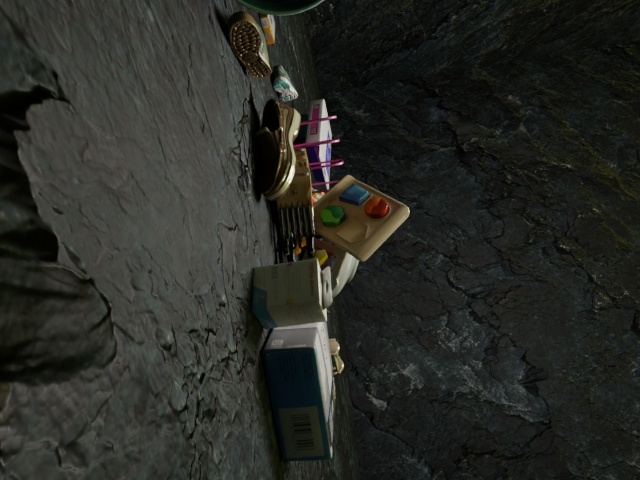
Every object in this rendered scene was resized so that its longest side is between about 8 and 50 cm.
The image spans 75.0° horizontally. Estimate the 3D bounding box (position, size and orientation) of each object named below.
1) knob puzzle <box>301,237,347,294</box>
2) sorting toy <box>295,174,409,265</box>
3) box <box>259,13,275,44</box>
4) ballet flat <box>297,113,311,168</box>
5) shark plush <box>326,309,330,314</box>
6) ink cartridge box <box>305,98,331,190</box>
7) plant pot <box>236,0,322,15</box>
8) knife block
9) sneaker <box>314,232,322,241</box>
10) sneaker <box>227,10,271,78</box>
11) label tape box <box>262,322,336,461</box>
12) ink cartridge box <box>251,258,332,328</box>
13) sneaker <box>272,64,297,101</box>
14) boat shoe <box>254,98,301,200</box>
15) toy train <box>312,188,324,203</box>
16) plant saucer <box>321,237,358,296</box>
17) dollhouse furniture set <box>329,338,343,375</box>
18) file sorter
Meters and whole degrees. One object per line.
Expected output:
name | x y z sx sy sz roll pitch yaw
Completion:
knob puzzle | -0.004 0.101 1.179 0.030 0.213 0.213 23 50 -38
sorting toy | 0.061 -0.042 1.129 0.229 0.307 0.041 35 -22 29
box | -0.158 -0.660 1.246 0.081 0.028 0.136 75 7 -53
ballet flat | -0.066 -0.395 1.688 0.073 0.080 0.233 148 -60 -66
shark plush | -0.005 0.253 1.489 0.067 0.073 0.161 53 4 14
ink cartridge box | -0.004 -0.361 1.582 0.176 0.069 0.371 74 13 -47
plant pot | -0.092 -0.564 0.714 0.255 0.271 0.272 -111 -173 -48
knife block | -0.066 -0.083 1.083 0.276 0.088 0.242 -101 -172 -56
sneaker | 0.000 0.000 1.735 0.086 0.085 0.237 -3 84 -69
sneaker | -0.152 -0.423 0.865 0.192 0.064 0.086 54 21 -78
label tape box | -0.030 0.273 0.938 0.334 0.105 0.241 -72 154 -76
ink cartridge box | -0.047 0.102 0.788 0.090 0.143 0.092 75 10 -52
sneaker | -0.114 -0.497 1.318 0.166 0.064 0.076 37 42 -84
boat shoe | -0.113 -0.211 0.938 0.095 0.095 0.258 32 49 -39
toy train | -0.020 -0.189 1.724 0.125 0.046 0.166 52 16 -26
plant saucer | 0.072 0.043 1.510 0.400 0.100 0.401 -167 -90 -82
dollhouse furniture set | 0.010 0.370 1.222 0.161 0.101 0.182 -91 172 -47
file sorter | -0.018 -0.233 1.305 0.202 0.182 0.291 -78 160 -74
